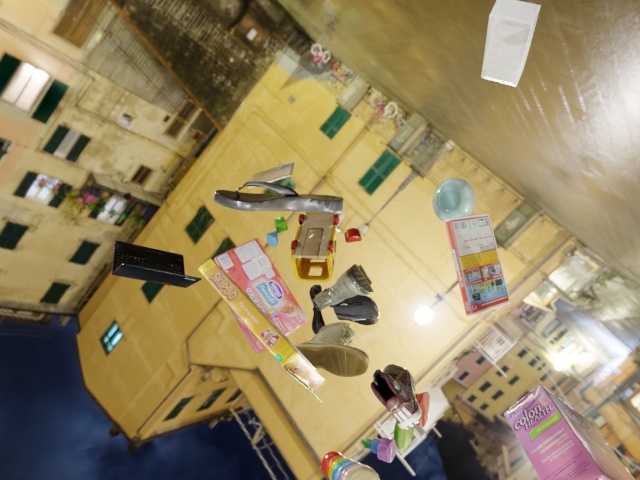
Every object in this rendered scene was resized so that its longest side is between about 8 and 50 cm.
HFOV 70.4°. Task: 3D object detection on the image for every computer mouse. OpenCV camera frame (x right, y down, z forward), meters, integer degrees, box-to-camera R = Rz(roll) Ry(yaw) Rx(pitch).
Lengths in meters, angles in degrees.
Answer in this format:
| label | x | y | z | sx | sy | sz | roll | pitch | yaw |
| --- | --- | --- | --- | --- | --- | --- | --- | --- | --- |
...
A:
| label | x | y | z | sx | sy | sz | roll | pitch | yaw |
| --- | --- | --- | --- | --- | --- | --- | --- | --- | --- |
| computer mouse | 0.089 | 0.234 | 1.396 | 0.261 | 0.060 | 0.184 | 18 | -128 | -25 |

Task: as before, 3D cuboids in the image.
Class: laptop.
| label | x | y | z | sx | sy | sz | roll | pitch | yaw |
| --- | --- | --- | --- | --- | --- | --- | --- | --- | --- |
| laptop | -0.523 | 0.061 | 1.444 | 0.234 | 0.137 | 0.264 | 16 | -150 | -30 |

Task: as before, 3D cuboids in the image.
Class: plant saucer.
| label | x | y | z | sx | sy | sz | roll | pitch | yaw |
| --- | --- | --- | --- | --- | --- | --- | --- | --- | --- |
| plant saucer | 0.547 | -0.168 | 1.899 | 0.037 | 0.195 | 0.195 | 1 | -140 | -46 |

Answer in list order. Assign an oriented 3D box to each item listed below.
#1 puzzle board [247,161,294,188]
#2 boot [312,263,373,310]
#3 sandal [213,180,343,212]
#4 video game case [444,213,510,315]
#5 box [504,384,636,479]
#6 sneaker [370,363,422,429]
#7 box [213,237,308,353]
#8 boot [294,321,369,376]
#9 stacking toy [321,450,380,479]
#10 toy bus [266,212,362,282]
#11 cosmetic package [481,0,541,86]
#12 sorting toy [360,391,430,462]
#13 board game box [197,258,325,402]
| label | x | y | z | sx | sy | sz | roll | pitch | yaw |
| --- | --- | --- | --- | --- | --- | --- | --- | --- | --- |
| puzzle board | -0.135 | -0.181 | 1.265 | 0.096 | 0.128 | 0.011 | -86 | -21 | -60 |
| boot | 0.051 | 0.137 | 1.177 | 0.084 | 0.161 | 0.246 | 57 | -174 | 6 |
| sandal | -0.081 | -0.092 | 0.901 | 0.254 | 0.055 | 0.097 | 1 | -165 | -9 |
| video game case | 0.472 | 0.065 | 1.359 | 0.203 | 0.025 | 0.286 | -7 | -98 | -37 |
| box | 0.557 | 0.479 | 0.984 | 0.213 | 0.117 | 0.243 | 36 | -163 | -17 |
| sneaker | 0.214 | 0.431 | 1.396 | 0.162 | 0.106 | 0.281 | 48 | -174 | -16 |
| box | -0.192 | 0.166 | 1.372 | 0.154 | 0.142 | 0.300 | -28 | -101 | -30 |
| boot | 0.052 | 0.263 | 1.127 | 0.165 | 0.213 | 0.077 | -23 | -73 | -54 |
| stacking toy | 0.079 | 0.797 | 1.537 | 0.141 | 0.141 | 0.330 | 40 | 160 | -6 |
| toy bus | -0.007 | 0.008 | 1.086 | 0.191 | 0.202 | 0.105 | 39 | 148 | 41 |
| cosmetic package | 0.461 | -0.481 | 1.116 | 0.098 | 0.061 | 0.239 | 22 | 172 | 19 |
| sorting toy | 0.243 | 0.600 | 1.502 | 0.126 | 0.127 | 0.365 | 4 | -169 | 34 |
| board game box | -0.087 | 0.134 | 0.694 | 0.259 | 0.039 | 0.124 | 42 | 168 | 37 |
